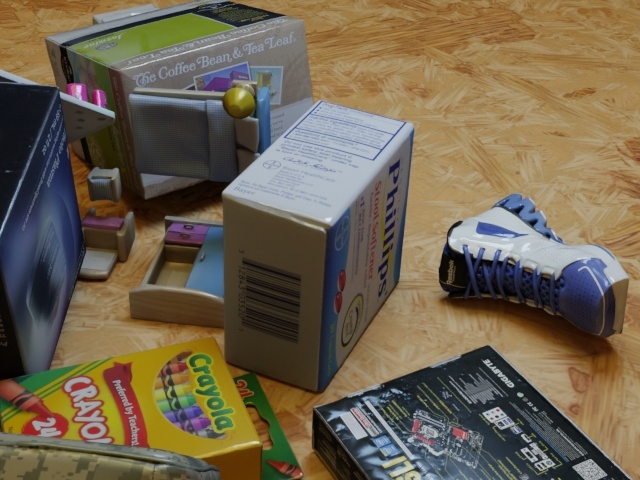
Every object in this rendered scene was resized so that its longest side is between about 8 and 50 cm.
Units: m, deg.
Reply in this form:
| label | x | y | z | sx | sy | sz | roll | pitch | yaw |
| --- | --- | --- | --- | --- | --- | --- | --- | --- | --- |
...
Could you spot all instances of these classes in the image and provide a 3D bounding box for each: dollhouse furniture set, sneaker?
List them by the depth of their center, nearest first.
| label | x | y | z | sx | sy | sz | roll | pitch | yaw |
| --- | --- | --- | --- | --- | --- | --- | --- | --- | --- |
| dollhouse furniture set | -0.224 | -0.070 | 1.397 | 0.286 | 0.303 | 0.198 | 6 | 33 | 5 |
| sneaker | 0.272 | 0.049 | 1.424 | 0.182 | 0.127 | 0.315 | -16 | 31 | -19 |

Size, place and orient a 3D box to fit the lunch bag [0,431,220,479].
| label | x | y | z | sx | sy | sz | roll | pitch | yaw |
| --- | --- | --- | --- | --- | --- | --- | --- | --- | --- |
| lunch bag | -0.255 | 0.307 | 0.902 | 0.305 | 0.212 | 0.256 | 6 | 75 | 3 |

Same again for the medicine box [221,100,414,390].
| label | x | y | z | sx | sy | sz | roll | pitch | yaw |
| --- | --- | --- | --- | --- | --- | --- | --- | --- | --- |
| medicine box | 0.000 | 0.000 | 1.339 | 0.149 | 0.263 | 0.289 | 17 | 37 | 19 |

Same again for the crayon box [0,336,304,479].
| label | x | y | z | sx | sy | sz | roll | pitch | yaw |
| --- | --- | --- | --- | --- | --- | --- | --- | --- | --- |
| crayon box | -0.198 | 0.219 | 1.166 | 0.318 | 0.081 | 0.202 | -10 | 35 | -19 |

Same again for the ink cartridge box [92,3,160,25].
| label | x | y | z | sx | sy | sz | roll | pitch | yaw |
| --- | --- | --- | --- | --- | --- | --- | --- | --- | --- |
| ink cartridge box | -0.337 | -0.333 | 1.896 | 0.128 | 0.176 | 0.127 | -21 | 40 | -30 |

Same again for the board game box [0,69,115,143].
| label | x | y | z | sx | sy | sz | roll | pitch | yaw |
| --- | --- | --- | --- | --- | --- | --- | --- | --- | --- |
| board game box | -0.557 | -0.172 | 1.404 | 0.390 | 0.050 | 0.390 | -19 | -19 | 28 |

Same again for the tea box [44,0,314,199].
| label | x | y | z | sx | sy | sz | roll | pitch | yaw |
| --- | --- | --- | --- | --- | --- | --- | --- | --- | --- |
| tea box | -0.232 | -0.253 | 1.692 | 0.329 | 0.220 | 0.323 | -21 | 28 | -27 |

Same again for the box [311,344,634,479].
| label | x | y | z | sx | sy | sz | roll | pitch | yaw |
| --- | --- | --- | --- | --- | --- | --- | --- | --- | --- |
| box | 0.177 | 0.267 | 1.120 | 0.257 | 0.079 | 0.322 | -18 | 39 | -24 |

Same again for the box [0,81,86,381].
| label | x | y | z | sx | sy | sz | roll | pitch | yaw |
| --- | --- | --- | --- | --- | --- | --- | --- | --- | --- |
| box | -0.416 | 0.005 | 1.246 | 0.182 | 0.294 | 0.296 | 4 | 44 | 0 |
